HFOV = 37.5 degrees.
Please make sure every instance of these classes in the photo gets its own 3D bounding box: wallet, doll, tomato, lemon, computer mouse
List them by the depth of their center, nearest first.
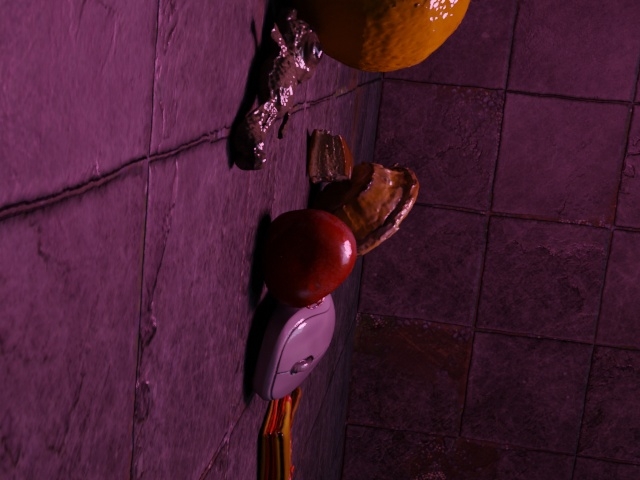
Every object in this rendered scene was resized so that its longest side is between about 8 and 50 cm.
[{"bbox_3d":[-0.064,-0.230,1.382,0.286,0.091,0.203,-46,132,-62],"label":"doll"},{"bbox_3d":[0.098,-0.437,1.531,0.336,0.336,0.336,7,90,-83],"label":"lemon"},{"bbox_3d":[-0.031,0.026,1.622,0.187,0.151,0.187,-43,-155,26],"label":"tomato"},{"bbox_3d":[-0.040,0.177,1.726,0.297,0.121,0.184,-74,-177,-70],"label":"computer mouse"},{"bbox_3d":[-0.083,0.444,1.926,0.141,0.067,0.241,-75,169,-60],"label":"wallet"}]

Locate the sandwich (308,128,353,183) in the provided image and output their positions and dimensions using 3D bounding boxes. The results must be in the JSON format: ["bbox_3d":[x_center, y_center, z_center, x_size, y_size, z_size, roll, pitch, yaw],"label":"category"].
[{"bbox_3d":[0.023,-0.172,2.076,0.244,0.090,0.088,56,39,-79],"label":"sandwich"}]

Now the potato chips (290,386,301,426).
[{"bbox_3d":[-0.068,0.390,2.166,0.204,0.026,0.037,-60,142,-71],"label":"potato chips"}]

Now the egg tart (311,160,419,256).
[{"bbox_3d":[0.078,-0.081,2.161,0.120,0.315,0.315,48,33,-25],"label":"egg tart"}]
